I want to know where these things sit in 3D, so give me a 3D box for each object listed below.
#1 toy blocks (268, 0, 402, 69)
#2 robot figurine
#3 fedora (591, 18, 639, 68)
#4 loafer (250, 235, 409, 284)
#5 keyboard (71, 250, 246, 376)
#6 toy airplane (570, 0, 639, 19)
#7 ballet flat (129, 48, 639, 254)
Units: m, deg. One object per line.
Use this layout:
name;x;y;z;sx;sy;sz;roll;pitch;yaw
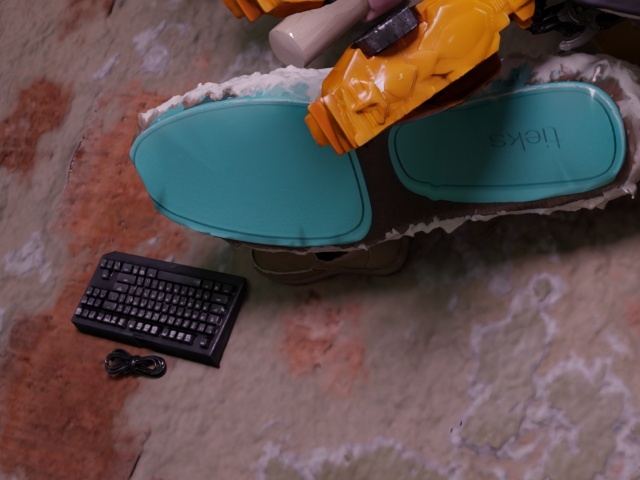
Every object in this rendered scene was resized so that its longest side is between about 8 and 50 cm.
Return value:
toy blocks;0.011;-0.353;1.267;0.260;0.309;0.288;-44;2;-25
robot figurine;0.086;-0.194;1.067;0.291;0.211;0.085;-36;8;-20
fedora;0.253;-0.214;1.179;0.194;0.079;0.194;-19;56;31
loafer;0.000;0.000;1.294;0.148;0.050;0.056;-7;61;35
keyboard;-0.146;0.067;1.398;0.180;0.023;0.108;9;74;43
toy airplane;0.347;-0.163;0.986;0.386;0.272;0.384;-32;88;12
ballet flat;0.062;-0.071;1.212;0.409;0.147;0.147;-1;67;26
